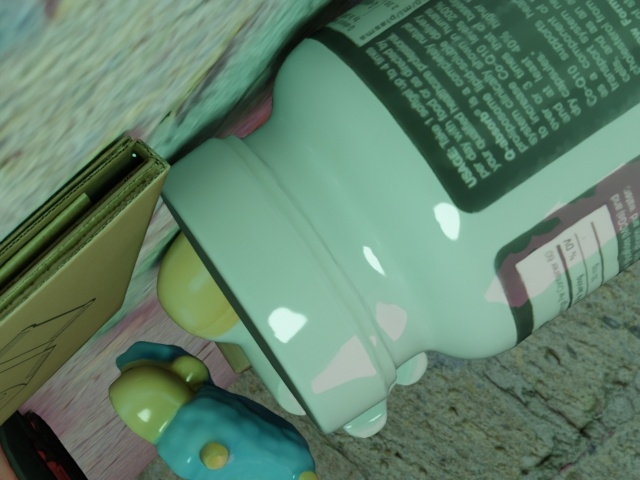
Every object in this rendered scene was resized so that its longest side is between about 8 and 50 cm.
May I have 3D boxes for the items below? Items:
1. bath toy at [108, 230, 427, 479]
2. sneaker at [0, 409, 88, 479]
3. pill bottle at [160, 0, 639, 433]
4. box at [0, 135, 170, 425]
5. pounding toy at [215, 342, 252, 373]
[{"bbox_3d":[0.025,-0.023,0.807,0.348,0.151,0.129,-51,-149,12],"label":"bath toy"},{"bbox_3d":[-0.189,0.172,0.812,0.136,0.116,0.314,-36,168,-9],"label":"sneaker"},{"bbox_3d":[0.079,-0.049,0.631,0.278,0.162,0.162,-33,175,-6],"label":"pill bottle"},{"bbox_3d":[-0.132,0.050,0.568,0.164,0.021,0.201,-45,177,-20],"label":"box"},{"bbox_3d":[-0.007,0.005,1.098,0.206,0.094,0.181,-35,178,-21],"label":"pounding toy"}]
